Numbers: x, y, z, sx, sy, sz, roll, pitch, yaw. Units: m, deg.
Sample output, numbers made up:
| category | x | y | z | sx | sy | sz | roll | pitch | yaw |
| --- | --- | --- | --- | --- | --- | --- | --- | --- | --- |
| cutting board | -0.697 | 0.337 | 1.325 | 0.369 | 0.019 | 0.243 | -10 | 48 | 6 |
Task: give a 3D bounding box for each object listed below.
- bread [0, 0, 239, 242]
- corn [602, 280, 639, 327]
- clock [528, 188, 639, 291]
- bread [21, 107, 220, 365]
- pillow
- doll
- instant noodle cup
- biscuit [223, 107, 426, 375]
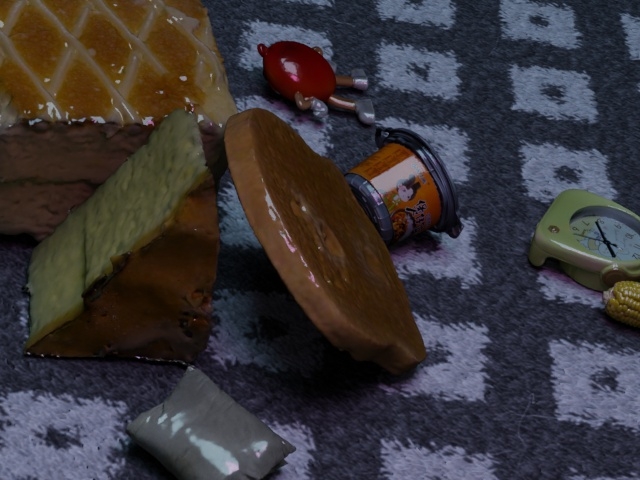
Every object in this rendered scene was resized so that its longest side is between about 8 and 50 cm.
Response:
| category | x | y | z | sx | sy | sz | roll | pitch | yaw |
| --- | --- | --- | --- | --- | --- | --- | --- | --- | --- |
| bread | -0.340 | -0.194 | 2.136 | 0.371 | 0.279 | 0.390 | -2 | 41 | -19 |
| corn | 0.518 | 0.109 | 2.154 | 0.206 | 0.067 | 0.067 | 16 | 39 | 1 |
| clock | 0.449 | 0.017 | 2.248 | 0.232 | 0.069 | 0.170 | 26 | 40 | 15 |
| bread | -0.272 | -0.003 | 1.912 | 0.279 | 0.315 | 0.248 | -5 | 39 | -4 |
| pillow | -0.137 | 0.251 | 1.805 | 0.181 | 0.078 | 0.134 | 35 | 47 | 21 |
| doll | -0.015 | -0.271 | 2.474 | 0.217 | 0.085 | 0.183 | 18 | 38 | -21 |
| instant noodle cup | 0.106 | -0.067 | 2.194 | 0.125 | 0.178 | 0.208 | -29 | 56 | -25 |
| biscuit | -0.002 | 0.001 | 1.976 | 0.365 | 0.062 | 0.385 | 29 | 33 | -54 |
